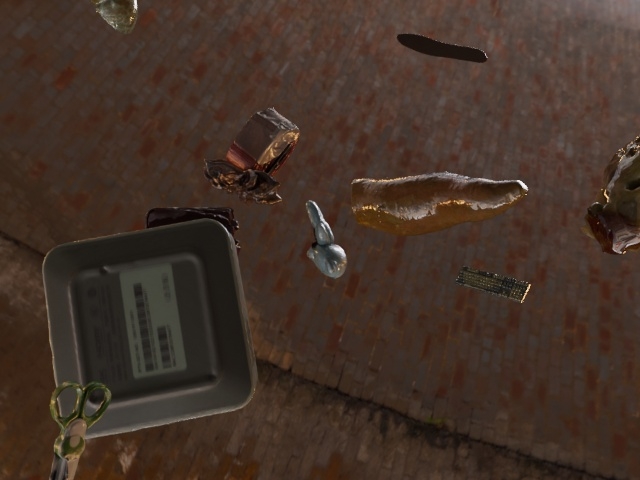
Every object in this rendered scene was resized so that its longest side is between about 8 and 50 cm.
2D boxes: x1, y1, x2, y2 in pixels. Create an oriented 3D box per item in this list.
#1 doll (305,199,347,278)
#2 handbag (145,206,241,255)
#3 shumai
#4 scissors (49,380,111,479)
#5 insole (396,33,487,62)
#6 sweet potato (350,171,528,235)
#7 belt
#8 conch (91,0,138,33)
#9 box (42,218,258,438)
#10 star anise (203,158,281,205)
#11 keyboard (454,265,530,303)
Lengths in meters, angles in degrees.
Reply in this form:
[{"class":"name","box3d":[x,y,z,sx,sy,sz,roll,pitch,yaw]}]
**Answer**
[{"class":"doll","box3d":[-0.004,0.003,1.357,0.075,0.120,0.180,-31,-100,8]},{"class":"handbag","box3d":[-0.293,0.021,1.432,0.216,0.203,0.074,0,-169,2]},{"class":"shumai","box3d":[0.705,-0.114,1.316,0.283,0.217,0.346,-20,-158,-14]},{"class":"scissors","box3d":[-0.405,0.330,1.004,0.027,0.101,0.205,11,-93,41]},{"class":"insole","box3d":[0.191,-0.305,0.982,0.152,0.053,0.002,20,-101,27]},{"class":"sweet potato","box3d":[0.126,-0.040,0.710,0.243,0.077,0.077,5,-141,44]},{"class":"belt","box3d":[-0.145,-0.243,1.647,0.124,0.128,0.201,39,-86,21]},{"class":"conch","box3d":[-0.538,-0.630,1.617,0.173,0.106,0.116,60,-143,-10]},{"class":"box","box3d":[-0.349,0.177,1.273,0.396,0.111,0.396,-11,-98,-3]},{"class":"star anise","box3d":[-0.196,-0.141,1.564,0.212,0.197,0.073,16,-103,10]},{"class":"keyboard","box3d":[0.409,0.104,1.485,0.176,0.014,0.055,16,-113,39]}]
